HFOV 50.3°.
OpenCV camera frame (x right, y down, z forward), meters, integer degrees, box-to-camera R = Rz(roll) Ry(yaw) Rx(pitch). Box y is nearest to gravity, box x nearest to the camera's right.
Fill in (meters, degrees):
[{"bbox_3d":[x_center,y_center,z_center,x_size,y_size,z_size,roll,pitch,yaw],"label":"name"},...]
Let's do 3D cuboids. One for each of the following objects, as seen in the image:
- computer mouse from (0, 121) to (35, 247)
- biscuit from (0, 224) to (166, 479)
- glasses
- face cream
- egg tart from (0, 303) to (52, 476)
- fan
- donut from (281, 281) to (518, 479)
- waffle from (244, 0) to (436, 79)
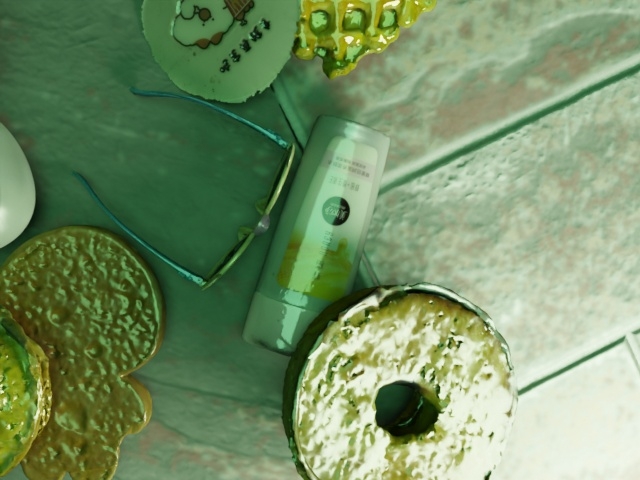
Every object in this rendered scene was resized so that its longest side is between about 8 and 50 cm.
[{"bbox_3d":[-0.447,-0.024,0.699,0.296,0.121,0.184,-23,95,-6],"label":"computer mouse"},{"bbox_3d":[-0.271,0.127,0.758,0.202,0.044,0.289,-2,94,-1],"label":"biscuit"},{"bbox_3d":[-0.147,-0.068,0.772,0.220,0.088,0.190,32,89,14],"label":"glasses"},{"bbox_3d":[0.000,0.000,0.771,0.107,0.073,0.269,18,91,-6],"label":"face cream"},{"bbox_3d":[-0.383,0.156,0.702,0.212,0.090,0.213,0,89,14],"label":"egg tart"},{"bbox_3d":[-0.154,-0.302,0.751,0.190,0.009,0.329,-41,89,20],"label":"fan"},{"bbox_3d":[0.076,0.169,0.744,0.272,0.107,0.272,-1,94,-25],"label":"donut"},{"bbox_3d":[0.013,-0.333,0.764,0.291,0.051,0.291,0,93,-2],"label":"waffle"}]
